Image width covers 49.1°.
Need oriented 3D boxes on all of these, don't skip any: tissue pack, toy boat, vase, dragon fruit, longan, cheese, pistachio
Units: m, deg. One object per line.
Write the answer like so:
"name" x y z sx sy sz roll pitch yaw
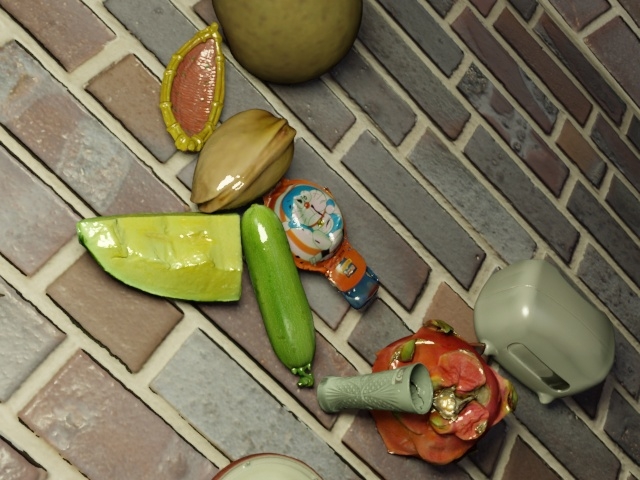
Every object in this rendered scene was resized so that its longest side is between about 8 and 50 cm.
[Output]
"tissue pack" 0.536 0.227 1.689 0.333 0.229 0.236 39 51 -14
"toy boat" -0.265 -0.311 1.474 0.141 0.099 0.317 17 63 -23
"vase" 0.100 0.294 1.364 0.096 0.219 0.096 23 61 -51
"dragon fruit" 0.269 0.317 1.472 0.306 0.226 0.305 14 61 -27
"longan" -0.077 -0.519 1.534 0.361 0.361 0.360 14 62 -29
"cheese" 0.000 0.000 1.491 0.329 0.129 0.217 50 52 -6
"pistachio" -0.167 -0.150 1.399 0.260 0.213 0.162 -46 106 -29

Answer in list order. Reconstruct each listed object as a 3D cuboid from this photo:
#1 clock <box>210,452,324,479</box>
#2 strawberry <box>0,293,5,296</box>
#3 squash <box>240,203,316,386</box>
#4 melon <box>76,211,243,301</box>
"clock" -0.085 0.534 1.224 0.319 0.080 0.318 14 63 -29
"strawberry" -0.612 0.062 1.070 0.236 0.107 0.175 30 94 -17
"squash" -0.078 0.111 1.378 0.101 0.101 0.378 -19 98 -39
"melon" -0.292 0.008 1.292 0.324 0.124 0.196 6 59 -29
